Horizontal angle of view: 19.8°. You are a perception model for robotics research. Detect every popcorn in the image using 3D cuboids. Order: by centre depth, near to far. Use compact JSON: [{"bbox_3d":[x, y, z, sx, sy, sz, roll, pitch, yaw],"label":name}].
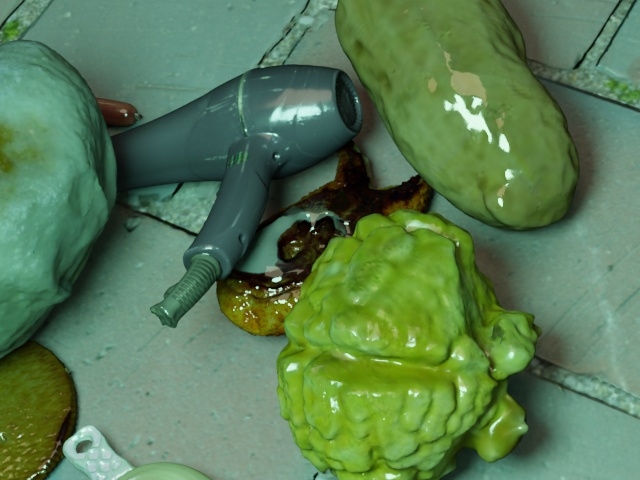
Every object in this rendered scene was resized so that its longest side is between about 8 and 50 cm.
[{"bbox_3d":[0.077,0.107,1.732,0.258,0.224,0.270,-27,62,-10],"label":"popcorn"}]

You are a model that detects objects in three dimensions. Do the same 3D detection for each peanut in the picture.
[{"bbox_3d":[0.143,-0.166,1.930,0.169,0.192,0.387,-42,59,27],"label":"peanut"}]

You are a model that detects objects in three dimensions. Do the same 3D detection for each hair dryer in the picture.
[{"bbox_3d":[-0.127,-0.039,1.877,0.301,0.121,0.361,-14,33,23],"label":"hair dryer"}]

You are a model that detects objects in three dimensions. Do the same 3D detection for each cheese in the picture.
[{"bbox_3d":[-0.174,0.260,1.788,0.137,0.064,0.227,-39,56,-15],"label":"cheese"}]

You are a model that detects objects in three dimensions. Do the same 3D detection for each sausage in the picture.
[{"bbox_3d":[-0.306,-0.158,2.119,0.223,0.029,0.029,10,60,20],"label":"sausage"}]

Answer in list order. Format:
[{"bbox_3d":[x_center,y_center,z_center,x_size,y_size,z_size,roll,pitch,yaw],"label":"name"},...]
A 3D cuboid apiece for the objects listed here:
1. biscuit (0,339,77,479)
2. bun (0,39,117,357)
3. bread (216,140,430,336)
[{"bbox_3d":[-0.313,0.196,1.886,0.126,0.025,0.206,10,60,20],"label":"biscuit"},{"bbox_3d":[-0.336,-0.026,1.879,0.211,0.362,0.362,28,61,-12],"label":"bun"},{"bbox_3d":[0.004,0.006,1.905,0.139,0.095,0.269,30,53,26],"label":"bread"}]
